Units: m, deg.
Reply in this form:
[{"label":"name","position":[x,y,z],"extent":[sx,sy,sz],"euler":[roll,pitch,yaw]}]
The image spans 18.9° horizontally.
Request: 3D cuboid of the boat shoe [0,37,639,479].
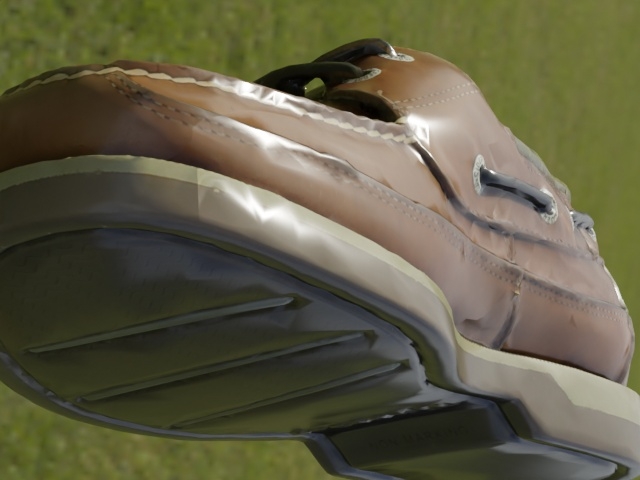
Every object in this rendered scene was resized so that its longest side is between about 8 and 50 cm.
[{"label":"boat shoe","position":[0.000,0.000,0.535],"extent":[0.307,0.111,0.104],"euler":[32,52,-60]}]
